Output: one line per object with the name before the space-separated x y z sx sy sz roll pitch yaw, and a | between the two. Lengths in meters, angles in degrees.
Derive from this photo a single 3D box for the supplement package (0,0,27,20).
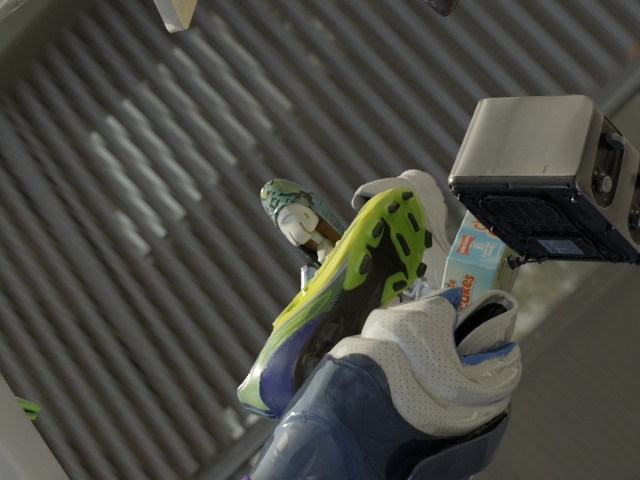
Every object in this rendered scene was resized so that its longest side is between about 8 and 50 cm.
supplement package | -0.325 -0.344 1.837 0.177 0.175 0.293 46 -143 -5

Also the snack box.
snack box | 0.192 0.018 2.081 0.060 0.187 0.322 14 -146 10

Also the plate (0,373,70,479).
plate | -0.381 0.196 1.624 0.277 0.278 0.045 58 -154 -1

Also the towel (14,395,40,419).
towel | -0.360 0.151 1.769 0.113 0.023 0.152 11 -179 -44

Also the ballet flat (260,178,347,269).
ballet flat | 0.000 0.000 2.199 0.188 0.070 0.070 40 -170 -4

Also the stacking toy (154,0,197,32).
stacking toy | -0.101 -0.384 1.801 0.309 0.130 0.279 58 -136 -28

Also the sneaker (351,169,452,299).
sneaker | 0.135 0.036 2.503 0.129 0.111 0.297 -6 -125 -34

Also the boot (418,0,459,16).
boot | 0.086 -0.258 1.557 0.114 0.106 0.037 32 -150 34

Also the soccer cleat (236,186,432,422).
soccer cleat | 0.012 0.053 1.711 0.093 0.121 0.289 55 -133 -29

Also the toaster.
toaster | 0.230 -0.053 1.784 0.186 0.110 0.168 1 152 41

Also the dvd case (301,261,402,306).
dvd case | 0.050 0.169 2.612 0.180 0.022 0.253 19 -124 -33

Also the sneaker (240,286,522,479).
sneaker | 0.084 0.152 1.267 0.130 0.236 0.323 40 180 33
